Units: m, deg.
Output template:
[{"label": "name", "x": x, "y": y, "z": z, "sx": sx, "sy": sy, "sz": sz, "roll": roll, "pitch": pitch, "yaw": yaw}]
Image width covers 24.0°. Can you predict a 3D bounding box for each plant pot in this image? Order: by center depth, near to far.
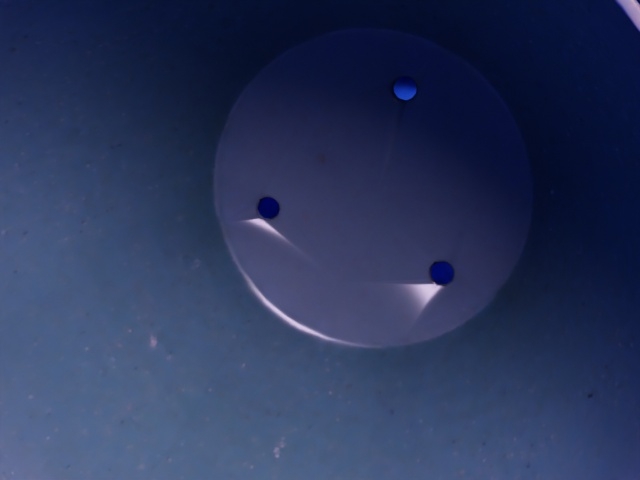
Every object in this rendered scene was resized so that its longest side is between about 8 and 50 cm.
[{"label": "plant pot", "x": 0.000, "y": 0.000, "z": 0.547, "sx": 0.290, "sy": 0.195, "sz": 0.290, "roll": 3, "pitch": 103, "yaw": 13}]

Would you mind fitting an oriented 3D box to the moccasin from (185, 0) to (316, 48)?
[{"label": "moccasin", "x": 0.038, "y": -0.146, "z": 0.694, "sx": 0.342, "sy": 0.117, "sz": 0.137, "roll": -9, "pitch": 57, "yaw": -15}]
